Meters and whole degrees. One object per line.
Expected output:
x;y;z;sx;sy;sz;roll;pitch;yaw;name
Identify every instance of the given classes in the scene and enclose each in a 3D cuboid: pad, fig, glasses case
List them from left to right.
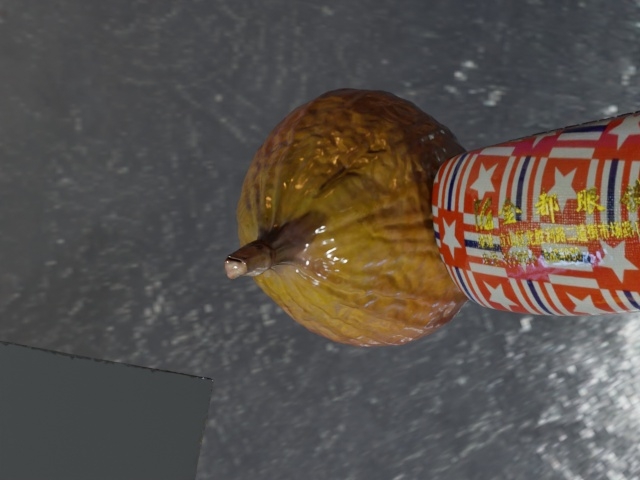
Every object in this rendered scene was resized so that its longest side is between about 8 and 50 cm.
-0.164;0.147;1.015;0.170;0.006;0.245;10;137;-3;pad
0.006;0.006;0.710;0.119;0.153;0.119;25;139;24;fig
0.106;-0.009;0.596;0.194;0.049;0.073;-10;89;56;glasses case
